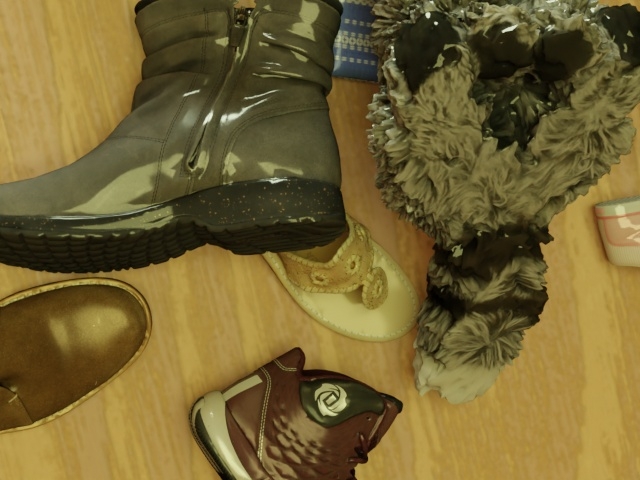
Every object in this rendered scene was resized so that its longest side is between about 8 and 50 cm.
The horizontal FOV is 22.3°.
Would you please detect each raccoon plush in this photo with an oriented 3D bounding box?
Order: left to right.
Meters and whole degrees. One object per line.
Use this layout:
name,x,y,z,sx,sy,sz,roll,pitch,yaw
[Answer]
raccoon plush,0.087,-0.121,1.364,0.216,0.299,0.446,7,125,-24

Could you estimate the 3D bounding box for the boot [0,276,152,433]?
boot,-0.276,0.114,1.312,0.305,0.115,0.112,-20,93,-12

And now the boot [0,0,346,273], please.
boot,-0.144,-0.096,1.345,0.338,0.118,0.222,-4,75,-1

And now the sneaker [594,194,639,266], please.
sneaker,0.315,-0.010,1.463,0.134,0.051,0.070,-10,95,-8

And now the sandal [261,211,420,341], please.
sandal,-0.004,0.005,1.382,0.240,0.079,0.088,43,83,-9

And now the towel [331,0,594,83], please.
towel,0.142,-0.293,1.426,0.243,0.040,0.336,8,90,-11

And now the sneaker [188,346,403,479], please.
sneaker,0.025,0.214,1.382,0.162,0.106,0.281,-35,97,-12
